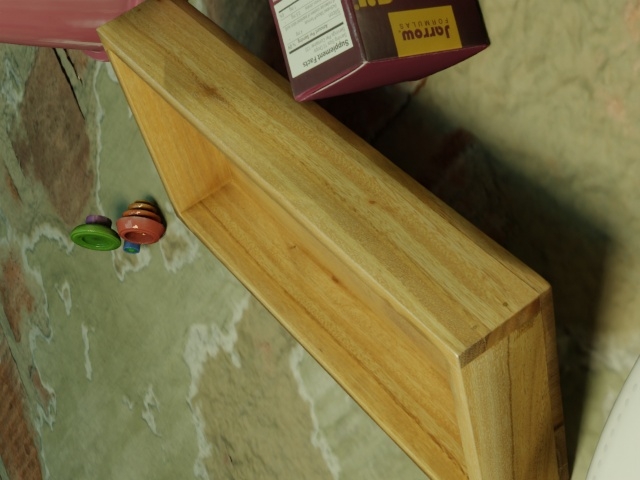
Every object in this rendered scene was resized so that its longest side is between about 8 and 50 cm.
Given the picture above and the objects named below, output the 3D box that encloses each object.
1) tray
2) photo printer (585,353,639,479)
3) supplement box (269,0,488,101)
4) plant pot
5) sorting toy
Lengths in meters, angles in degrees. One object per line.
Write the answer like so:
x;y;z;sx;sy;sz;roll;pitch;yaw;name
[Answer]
0.000;0.000;0.782;0.411;0.076;0.203;41;158;40;tray
0.243;0.131;0.457;0.307;0.107;0.256;55;131;43;photo printer
0.021;-0.193;0.715;0.081;0.104;0.188;-18;87;56;supplement box
-0.241;-0.252;1.011;0.201;0.180;0.201;26;123;49;plant pot
-0.199;-0.017;1.145;0.102;0.061;0.042;-5;65;22;sorting toy
